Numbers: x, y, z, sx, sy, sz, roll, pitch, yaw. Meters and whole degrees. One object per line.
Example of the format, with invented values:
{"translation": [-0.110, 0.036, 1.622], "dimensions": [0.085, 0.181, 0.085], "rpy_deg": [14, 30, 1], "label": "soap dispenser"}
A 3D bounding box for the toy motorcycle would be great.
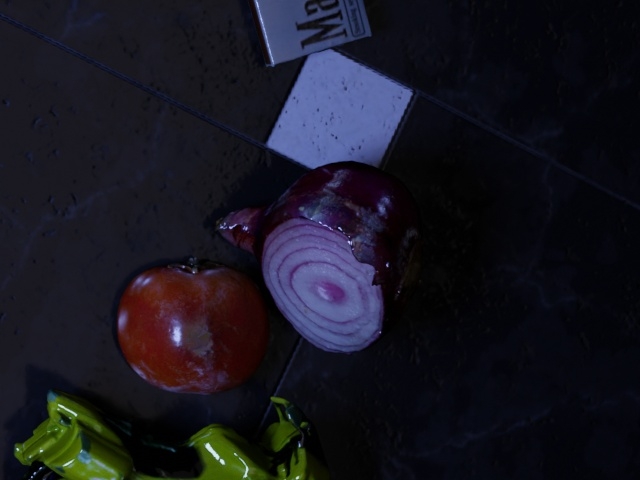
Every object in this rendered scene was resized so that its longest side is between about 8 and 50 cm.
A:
{"translation": [-0.127, 0.237, 1.874], "dimensions": [0.342, 0.142, 0.206], "rpy_deg": [19, 89, -19], "label": "toy motorcycle"}

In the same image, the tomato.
{"translation": [-0.120, 0.091, 1.888], "dimensions": [0.159, 0.091, 0.139], "rpy_deg": [2, 98, -19], "label": "tomato"}

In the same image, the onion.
{"translation": [0.000, 0.000, 1.896], "dimensions": [0.140, 0.218, 0.195], "rpy_deg": [-55, 151, -33], "label": "onion"}

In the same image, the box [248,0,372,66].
{"translation": [-0.024, -0.276, 1.909], "dimensions": [0.115, 0.036, 0.177], "rpy_deg": [-17, 100, -14], "label": "box"}
